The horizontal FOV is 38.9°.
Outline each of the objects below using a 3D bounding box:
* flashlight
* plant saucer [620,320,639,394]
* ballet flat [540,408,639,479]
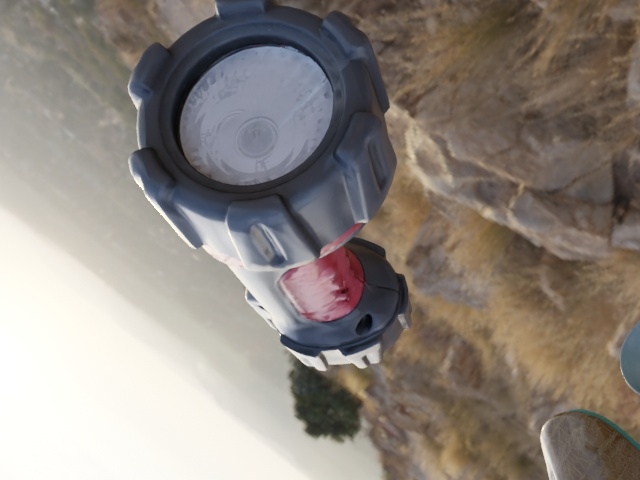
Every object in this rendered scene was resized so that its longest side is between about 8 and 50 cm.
[{"bbox_3d":[0.000,0.000,0.462,0.103,0.103,0.304,48,175,23],"label":"flashlight"},{"bbox_3d":[0.523,0.163,1.276,0.195,0.195,0.037,20,151,54],"label":"plant saucer"},{"bbox_3d":[0.291,0.312,0.796,0.116,0.124,0.342,-22,106,48],"label":"ballet flat"}]
